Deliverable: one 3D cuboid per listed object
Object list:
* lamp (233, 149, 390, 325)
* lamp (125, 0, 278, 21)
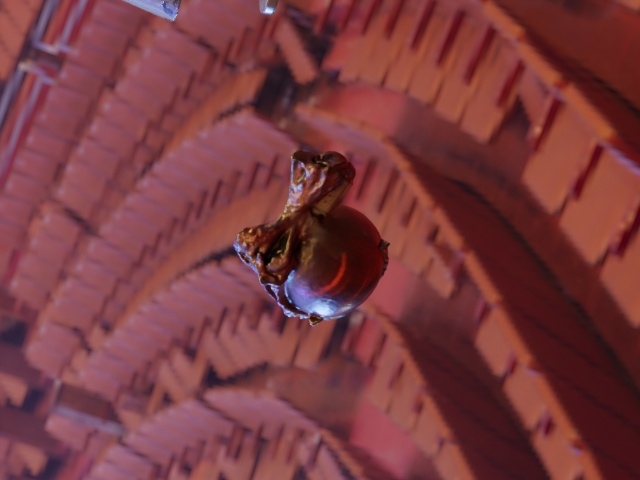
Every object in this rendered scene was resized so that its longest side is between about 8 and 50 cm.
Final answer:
[{"bbox_3d":[0.010,0.006,2.113,0.215,0.151,0.223,-56,-24,1],"label":"lamp"},{"bbox_3d":[-0.161,-0.335,2.077,0.121,0.215,0.121,-173,90,-77],"label":"lamp"}]
